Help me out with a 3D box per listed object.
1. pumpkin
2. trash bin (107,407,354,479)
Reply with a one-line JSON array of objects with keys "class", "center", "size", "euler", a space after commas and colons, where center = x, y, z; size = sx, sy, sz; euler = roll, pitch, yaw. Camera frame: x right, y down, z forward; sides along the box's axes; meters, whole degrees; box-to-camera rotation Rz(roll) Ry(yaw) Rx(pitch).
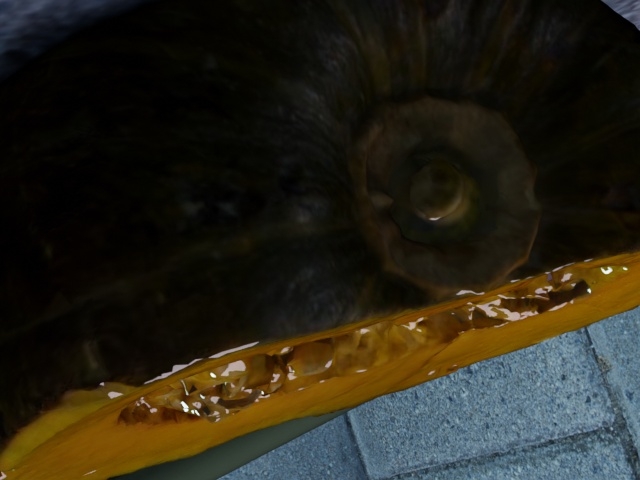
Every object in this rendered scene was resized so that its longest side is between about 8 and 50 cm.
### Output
[{"class": "pumpkin", "center": [0.000, 0.000, 0.444], "size": [0.317, 0.139, 0.222], "euler": [-15, 167, -30]}, {"class": "trash bin", "center": [-0.148, 0.096, 0.678], "size": [0.343, 0.158, 0.223], "euler": [-17, 173, -46]}]
